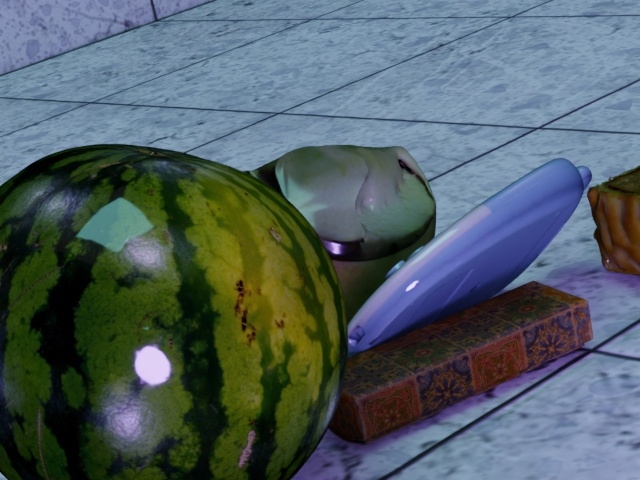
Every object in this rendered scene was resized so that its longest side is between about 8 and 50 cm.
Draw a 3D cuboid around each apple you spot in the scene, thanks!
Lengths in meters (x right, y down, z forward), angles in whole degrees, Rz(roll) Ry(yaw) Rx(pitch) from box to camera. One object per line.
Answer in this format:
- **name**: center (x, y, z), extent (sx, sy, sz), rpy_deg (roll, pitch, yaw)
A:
- **apple**: center (0.000, 0.000, 1.493), extent (0.188, 0.173, 0.207), rpy_deg (-1, 4, -39)

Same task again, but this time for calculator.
- **calculator**: center (0.131, 0.014, 1.397), extent (0.303, 0.042, 0.188), rpy_deg (-28, -20, -36)

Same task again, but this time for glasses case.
- **glasses case**: center (0.106, 0.096, 1.310), extent (0.218, 0.049, 0.075), rpy_deg (-21, 21, -24)

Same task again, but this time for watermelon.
- **watermelon**: center (-0.123, 0.068, 1.180), extent (0.285, 0.285, 0.285), rpy_deg (-12, 17, 4)

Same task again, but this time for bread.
- **bread**: center (0.355, -0.024, 1.428), extent (0.181, 0.096, 0.222), rpy_deg (-23, 18, -29)
